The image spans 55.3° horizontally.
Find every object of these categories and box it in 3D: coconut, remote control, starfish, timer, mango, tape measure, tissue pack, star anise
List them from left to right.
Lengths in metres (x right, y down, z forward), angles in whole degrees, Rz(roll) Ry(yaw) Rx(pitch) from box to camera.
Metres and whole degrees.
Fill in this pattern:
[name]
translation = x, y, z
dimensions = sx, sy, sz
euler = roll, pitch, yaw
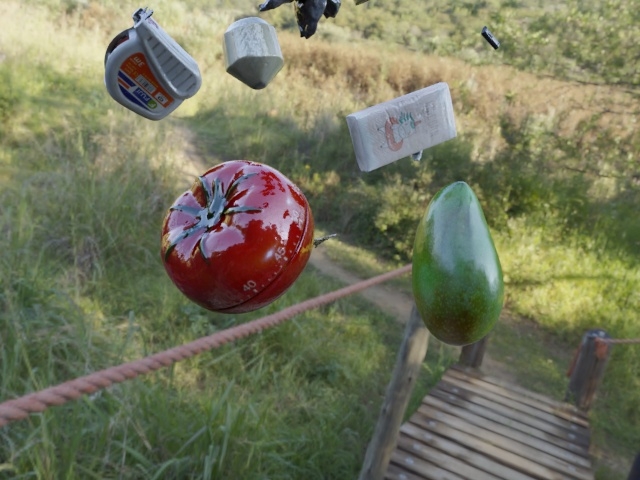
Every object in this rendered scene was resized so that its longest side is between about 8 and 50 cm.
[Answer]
[tape measure]
translation = -0.491, -0.496, 1.759
dimensions = 0.258, 0.265, 0.130
euler = 41, 18, -43
[timer]
translation = -0.195, -0.004, 1.481
dimensions = 0.378, 0.378, 0.279
euler = 26, -15, 46
[coconut]
translation = -0.225, -0.614, 2.034
dimensions = 0.202, 0.221, 0.202
euler = -13, -3, -1
[star anise]
translation = -0.050, -0.640, 1.420
dimensions = 0.360, 0.315, 0.139
euler = -8, 1, -36
[starfish]
translation = 0.000, 0.000, 1.689
dimensions = 0.092, 0.016, 0.086
euler = -24, -10, 7
[tissue pack]
translation = 0.240, -0.326, 1.751
dimensions = 0.326, 0.170, 0.071
euler = -23, 21, -21
[mango]
translation = 0.314, 0.055, 1.407
dimensions = 0.201, 0.381, 0.225
euler = -1, 1, -2
[remote control]
translation = 0.542, -0.643, 1.941
dimensions = 0.091, 0.034, 0.016
euler = 30, -12, -38

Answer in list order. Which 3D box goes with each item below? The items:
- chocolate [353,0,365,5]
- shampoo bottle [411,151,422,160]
[chocolate]
translation = 0.219, -0.946, 1.922
dimensions = 0.297, 0.325, 0.314
euler = -16, 15, -5
[shampoo bottle]
translation = 0.356, -0.385, 2.273
dimensions = 0.074, 0.192, 0.073
euler = -6, 50, 7
